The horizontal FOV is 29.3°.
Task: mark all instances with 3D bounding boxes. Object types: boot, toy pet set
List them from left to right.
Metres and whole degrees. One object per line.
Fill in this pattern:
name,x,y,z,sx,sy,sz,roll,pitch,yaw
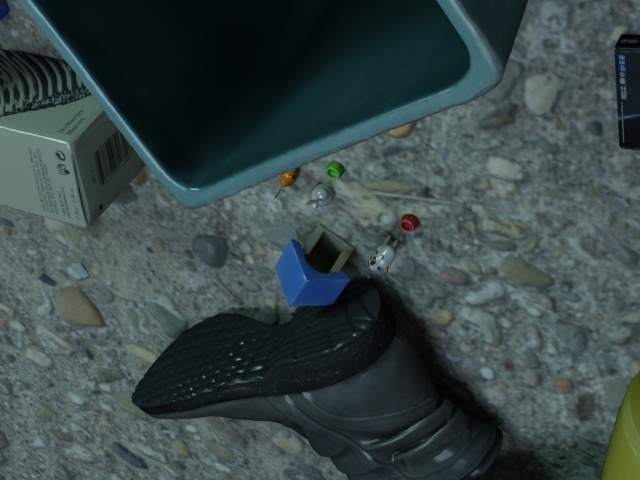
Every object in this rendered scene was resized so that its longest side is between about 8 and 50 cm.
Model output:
boot,-0.013,0.175,1.172,0.338,0.118,0.223,-13,126,43
toy pet set,0.000,0.000,1.034,0.122,0.065,0.114,34,137,0

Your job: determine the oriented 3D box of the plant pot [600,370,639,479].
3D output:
plant pot,0.336,0.103,0.809,0.254,0.254,0.239,18,120,17

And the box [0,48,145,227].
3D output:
box,-0.299,-0.106,1.087,0.275,0.113,0.094,14,133,19

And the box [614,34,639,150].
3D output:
box,0.237,-0.098,0.835,0.067,0.018,0.083,8,132,26

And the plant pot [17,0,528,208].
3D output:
plant pot,-0.014,-0.214,0.709,0.247,0.252,0.248,-18,117,41

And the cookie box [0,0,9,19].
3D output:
cookie box,-0.315,-0.203,1.009,0.040,0.107,0.092,10,132,24
